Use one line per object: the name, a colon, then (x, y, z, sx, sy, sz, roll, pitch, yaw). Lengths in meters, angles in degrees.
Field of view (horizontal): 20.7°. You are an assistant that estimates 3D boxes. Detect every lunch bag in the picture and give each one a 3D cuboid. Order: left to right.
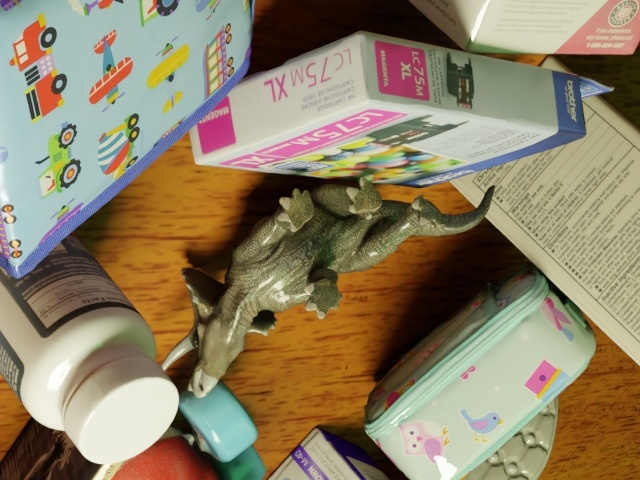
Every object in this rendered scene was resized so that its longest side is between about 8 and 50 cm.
lunch bag: (-0.138, -0.155, 1.156, 0.293, 0.138, 0.221, -34, 141, -29)
lunch bag: (0.148, 0.116, 1.607, 0.224, 0.108, 0.279, -43, 180, 5)

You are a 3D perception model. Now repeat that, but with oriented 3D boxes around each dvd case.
dvd case: (-0.215, 0.188, 1.386, 0.018, 0.164, 0.221, 27, 107, -26)

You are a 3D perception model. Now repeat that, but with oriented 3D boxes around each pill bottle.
pill bottle: (-0.183, 0.075, 1.280, 0.108, 0.180, 0.108, -25, 141, -23)

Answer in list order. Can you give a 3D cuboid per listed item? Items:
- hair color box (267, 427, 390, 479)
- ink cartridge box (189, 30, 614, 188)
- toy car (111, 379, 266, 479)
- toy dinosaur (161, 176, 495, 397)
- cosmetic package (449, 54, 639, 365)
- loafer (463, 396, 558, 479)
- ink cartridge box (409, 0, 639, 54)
hair color box: (-0.041, 0.372, 1.712, 0.339, 0.185, 0.110, -49, 144, 7)
ink cartridge box: (0.072, -0.093, 1.373, 0.186, 0.065, 0.311, -16, 168, 42)
toy car: (-0.104, 0.283, 1.490, 0.219, 0.238, 0.210, -36, 159, -13)
toy dinosaur: (0.000, 0.000, 1.438, 0.313, 0.160, 0.121, -35, 101, -26)
cosmetic package: (0.271, -0.008, 1.532, 0.153, 0.296, 0.129, -49, 144, 11)
loafer: (0.146, 0.272, 1.816, 0.319, 0.112, 0.111, -56, 179, -21)
ink cartridge box: (0.203, -0.289, 1.335, 0.207, 0.117, 0.283, -4, 129, -41)
